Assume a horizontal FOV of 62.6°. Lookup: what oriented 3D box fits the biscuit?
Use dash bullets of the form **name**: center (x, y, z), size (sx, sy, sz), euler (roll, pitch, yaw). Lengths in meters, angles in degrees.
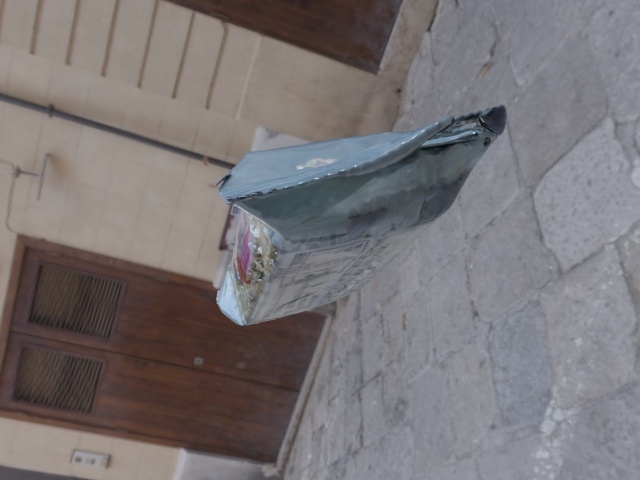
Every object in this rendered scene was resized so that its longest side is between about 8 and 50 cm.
- **biscuit**: center (0.004, -0.001, 0.434), size (0.309, 0.186, 0.079), euler (117, 134, -66)
